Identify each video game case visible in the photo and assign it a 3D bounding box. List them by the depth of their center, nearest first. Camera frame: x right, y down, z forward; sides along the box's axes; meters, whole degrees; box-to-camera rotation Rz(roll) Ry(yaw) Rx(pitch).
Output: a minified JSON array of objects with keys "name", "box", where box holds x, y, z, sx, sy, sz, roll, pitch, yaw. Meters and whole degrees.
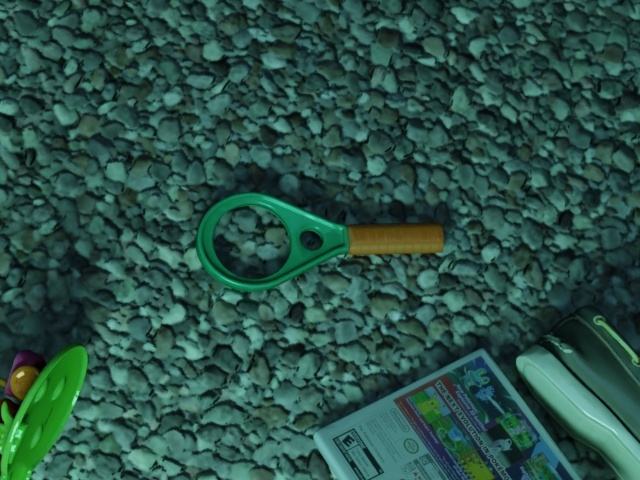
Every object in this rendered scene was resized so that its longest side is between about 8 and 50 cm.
[{"name":"video game case","box":[0.122,0.210,1.591,0.183,0.023,0.201,-25,59,-18]}]

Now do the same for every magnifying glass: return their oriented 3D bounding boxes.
[{"name":"magnifying glass","box":[0.000,0.000,1.666,0.231,0.026,0.092,-2,73,-11]}]

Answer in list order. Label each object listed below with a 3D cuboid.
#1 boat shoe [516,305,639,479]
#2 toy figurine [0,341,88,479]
[{"name":"boat shoe","box":[0.311,0.189,1.627,0.091,0.109,0.305,-41,81,-16]},{"name":"toy figurine","box":[-0.306,0.132,1.527,0.159,0.130,0.173,25,93,11]}]
